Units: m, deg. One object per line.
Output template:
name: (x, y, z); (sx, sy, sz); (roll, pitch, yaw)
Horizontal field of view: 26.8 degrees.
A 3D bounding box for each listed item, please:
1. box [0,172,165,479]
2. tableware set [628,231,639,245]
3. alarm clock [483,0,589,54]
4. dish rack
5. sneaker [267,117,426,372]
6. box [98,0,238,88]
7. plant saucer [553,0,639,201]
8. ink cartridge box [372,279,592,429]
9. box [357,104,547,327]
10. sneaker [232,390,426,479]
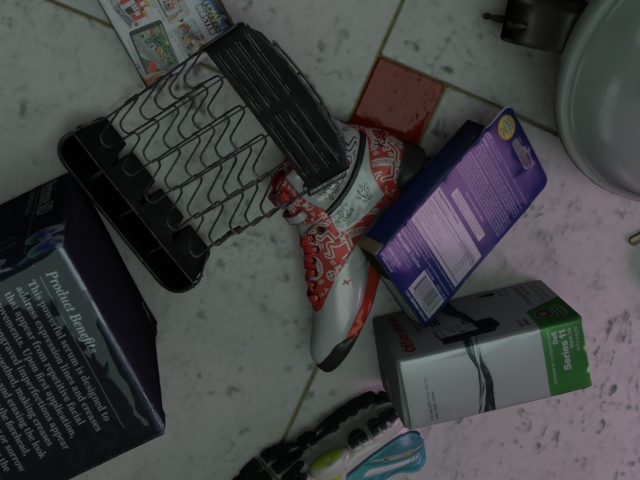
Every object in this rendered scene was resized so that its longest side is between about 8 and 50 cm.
box: (-0.376, 0.135, 1.332); (0.395, 0.293, 0.212); (-26, 108, -1)
tableware set: (0.467, 0.007, 1.556); (0.194, 0.039, 0.128); (-32, 107, 1)
alarm clock: (0.277, -0.224, 1.416); (0.192, 0.129, 0.064); (11, 102, -11)
dish rack: (-0.112, -0.086, 1.366); (0.271, 0.074, 0.208); (-29, 107, 34)
sneaker: (0.000, -0.001, 1.460); (0.145, 0.090, 0.270); (20, 98, -12)
box: (-0.180, -0.272, 1.383); (0.114, 0.036, 0.207); (-28, 107, 0)
plant saucer: (0.441, -0.166, 1.367); (0.400, 0.101, 0.400); (-11, 136, -11)
ink cartridge box: (0.173, 0.124, 1.486); (0.208, 0.153, 0.087); (-13, 106, -6)
box: (0.148, -0.030, 1.452); (0.225, 0.036, 0.136); (-47, 132, -13)
sneaker: (-0.002, 0.286, 1.535); (0.275, 0.107, 0.110); (-29, 118, 1)
